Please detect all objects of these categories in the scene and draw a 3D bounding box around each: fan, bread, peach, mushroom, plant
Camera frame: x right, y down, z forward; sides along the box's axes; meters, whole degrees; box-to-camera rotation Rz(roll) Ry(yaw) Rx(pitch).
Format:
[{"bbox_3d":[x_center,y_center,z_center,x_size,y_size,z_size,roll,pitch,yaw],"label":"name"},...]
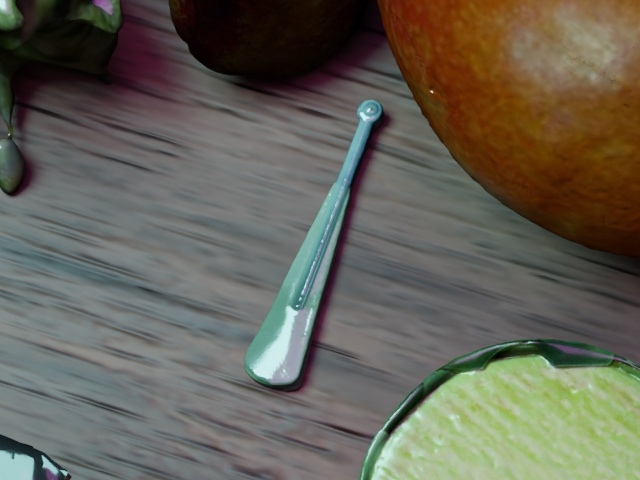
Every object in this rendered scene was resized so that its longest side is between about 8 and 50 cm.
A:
[{"bbox_3d":[0.000,0.000,1.214,0.038,0.016,0.193,18,75,10],"label":"fan"},{"bbox_3d":[0.130,0.169,1.149,0.229,0.033,0.228,0,72,1],"label":"bread"},{"bbox_3d":[0.208,-0.163,1.106,0.373,0.290,0.372,3,78,-14],"label":"peach"},{"bbox_3d":[-0.066,-0.232,1.211,0.148,0.227,0.217,-19,48,-28],"label":"mushroom"},{"bbox_3d":[-0.243,-0.228,1.205,0.180,0.251,0.333,-29,58,26],"label":"plant"}]

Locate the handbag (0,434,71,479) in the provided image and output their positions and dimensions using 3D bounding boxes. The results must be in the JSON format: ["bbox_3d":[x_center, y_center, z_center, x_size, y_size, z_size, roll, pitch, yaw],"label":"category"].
[{"bbox_3d":[-0.198,0.223,1.076,0.155,0.169,0.215,22,73,12],"label":"handbag"}]
